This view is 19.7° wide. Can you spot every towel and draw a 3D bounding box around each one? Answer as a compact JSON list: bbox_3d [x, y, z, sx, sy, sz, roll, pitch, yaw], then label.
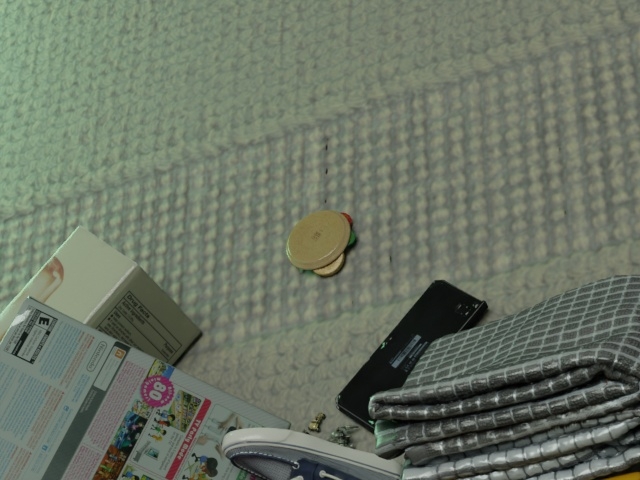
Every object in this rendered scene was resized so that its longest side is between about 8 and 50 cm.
[{"bbox_3d":[0.197,0.136,1.728,0.283,0.121,0.235,-17,13,22],"label":"towel"}]

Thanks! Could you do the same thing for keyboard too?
[{"bbox_3d":[0.104,0.127,1.923,0.180,0.023,0.108,-50,41,-10],"label":"keyboard"}]

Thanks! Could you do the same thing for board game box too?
[{"bbox_3d":[-0.214,0.225,1.878,0.303,0.097,0.224,26,68,3],"label":"board game box"}]

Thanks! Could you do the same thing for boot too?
[{"bbox_3d":[-0.008,0.245,1.813,0.190,0.069,0.086,13,58,-9],"label":"boot"}]

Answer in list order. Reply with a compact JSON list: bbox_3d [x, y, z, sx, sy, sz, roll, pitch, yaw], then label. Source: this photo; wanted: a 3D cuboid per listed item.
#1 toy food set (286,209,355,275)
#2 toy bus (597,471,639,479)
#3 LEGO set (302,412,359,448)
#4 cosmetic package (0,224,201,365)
[{"bbox_3d":[0.000,0.000,2.079,0.083,0.020,0.082,11,63,36],"label":"toy food set"},{"bbox_3d":[0.217,0.294,1.655,0.332,0.130,0.108,-17,50,19],"label":"toy bus"},{"bbox_3d":[0.010,0.207,1.916,0.083,0.023,0.054,17,67,38],"label":"LEGO set"},{"bbox_3d":[-0.296,0.150,2.053,0.296,0.153,0.129,-48,46,-11],"label":"cosmetic package"}]
